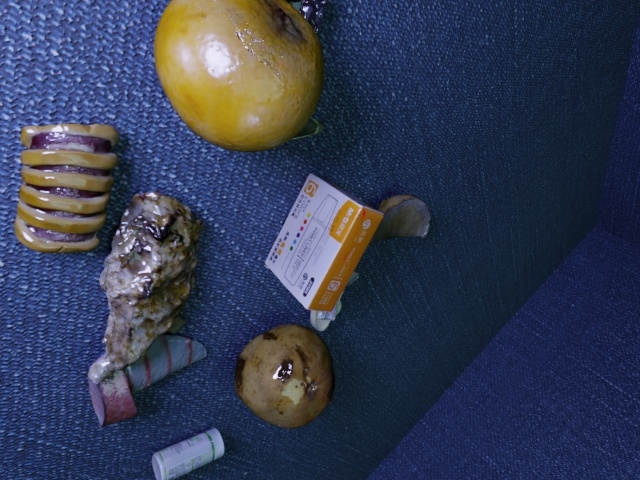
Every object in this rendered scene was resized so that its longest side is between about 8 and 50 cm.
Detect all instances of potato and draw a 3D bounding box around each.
[{"bbox_3d":[0.216,-0.076,1.240,0.243,0.098,0.138,-6,119,-33],"label":"potato"}]

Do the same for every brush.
[{"bbox_3d":[-0.370,0.163,0.937,0.043,0.014,0.170,-47,138,-8],"label":"brush"}]

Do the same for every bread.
[{"bbox_3d":[-0.404,-0.084,0.673,0.134,0.081,0.225,1,118,-42],"label":"bread"}]

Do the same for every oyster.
[{"bbox_3d":[-0.329,0.099,0.855,0.204,0.111,0.396,6,107,-50],"label":"oyster"}]

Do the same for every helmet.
[{"bbox_3d":[-0.049,-0.425,0.762,0.098,0.070,0.123,12,116,-40],"label":"helmet"}]

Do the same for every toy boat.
[{"bbox_3d":[-0.081,-0.242,0.863,0.185,0.071,0.089,-12,127,-38],"label":"toy boat"},{"bbox_3d":[-0.383,0.290,0.975,0.282,0.096,0.206,-17,118,-45],"label":"toy boat"}]

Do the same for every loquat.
[{"bbox_3d":[-0.124,-0.271,0.662,0.263,0.263,0.263,-24,132,-29],"label":"loquat"}]

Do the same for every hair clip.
[{"bbox_3d":[0.028,0.173,1.266,0.159,0.071,0.219,20,98,-45],"label":"hair clip"}]

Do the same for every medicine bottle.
[{"bbox_3d":[-0.378,0.616,1.200,0.183,0.086,0.086,-7,123,-39],"label":"medicine bottle"}]

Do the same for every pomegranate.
[{"bbox_3d":[-0.096,0.372,1.157,0.281,0.281,0.281,-24,132,-29],"label":"pomegranate"}]

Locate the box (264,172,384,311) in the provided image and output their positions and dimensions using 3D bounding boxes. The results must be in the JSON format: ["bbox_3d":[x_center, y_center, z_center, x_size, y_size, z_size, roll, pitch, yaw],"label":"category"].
[{"bbox_3d":[0.000,0.000,1.003,0.091,0.220,0.274,17,104,-44],"label":"box"}]
